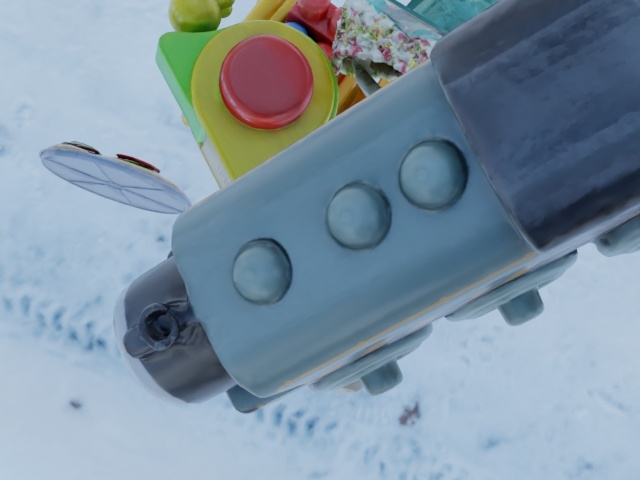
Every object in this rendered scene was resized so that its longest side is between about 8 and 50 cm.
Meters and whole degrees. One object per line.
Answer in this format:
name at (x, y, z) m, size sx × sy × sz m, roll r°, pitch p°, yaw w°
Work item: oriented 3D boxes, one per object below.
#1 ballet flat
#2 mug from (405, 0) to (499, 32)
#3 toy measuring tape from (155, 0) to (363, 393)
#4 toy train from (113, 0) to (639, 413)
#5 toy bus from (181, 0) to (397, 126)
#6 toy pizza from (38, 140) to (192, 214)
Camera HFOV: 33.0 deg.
ballet flat at (0.081, -0.110, 0.751) m, size 0.091 × 0.241 × 0.077 m, roll 20°, pitch 105°, yaw -33°
mug at (0.155, -0.193, 1.041) m, size 0.157 × 0.129 × 0.097 m, roll 23°, pitch 124°, yaw -37°
toy measuring tape at (-0.016, -0.052, 0.815) m, size 0.121 × 0.121 × 0.330 m, roll -29°, pitch 86°, yaw 18°
toy train at (0.055, -0.018, 0.512) m, size 0.333 × 0.190 × 0.142 m, roll -28°, pitch 79°, yaw 22°
toy bus at (0.007, -0.128, 0.959) m, size 0.220 × 0.211 × 0.149 m, roll 36°, pitch 67°, yaw -3°
toy pizza at (-0.256, -0.083, 1.368) m, size 0.201 × 0.201 × 0.032 m, roll 16°, pitch 78°, yaw 6°
